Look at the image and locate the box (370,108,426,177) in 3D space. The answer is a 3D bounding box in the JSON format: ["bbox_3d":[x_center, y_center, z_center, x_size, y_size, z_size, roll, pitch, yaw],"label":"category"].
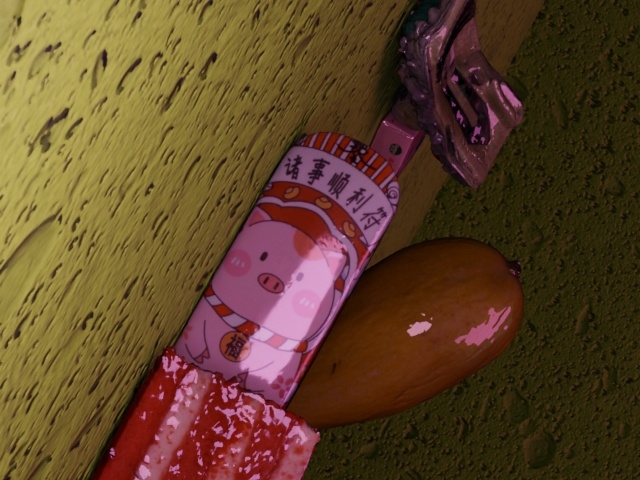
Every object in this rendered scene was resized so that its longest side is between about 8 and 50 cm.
[{"bbox_3d":[0.097,-0.127,1.772,0.125,0.043,0.089,-53,171,-50],"label":"box"}]

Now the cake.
[{"bbox_3d":[-0.101,0.216,1.182,0.262,0.158,0.159,-63,178,7],"label":"cake"}]

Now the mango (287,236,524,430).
[{"bbox_3d":[0.047,0.099,1.450,0.332,0.142,0.195,-24,179,25],"label":"mango"}]

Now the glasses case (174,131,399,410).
[{"bbox_3d":[-0.031,0.038,1.188,0.266,0.103,0.067,-61,175,-4],"label":"glasses case"}]

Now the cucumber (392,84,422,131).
[{"bbox_3d":[0.126,-0.171,1.715,0.112,0.064,0.064,-53,170,-49],"label":"cucumber"}]

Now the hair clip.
[{"bbox_3d":[0.131,-0.168,1.562,0.138,0.091,0.321,-59,154,-14],"label":"hair clip"}]
